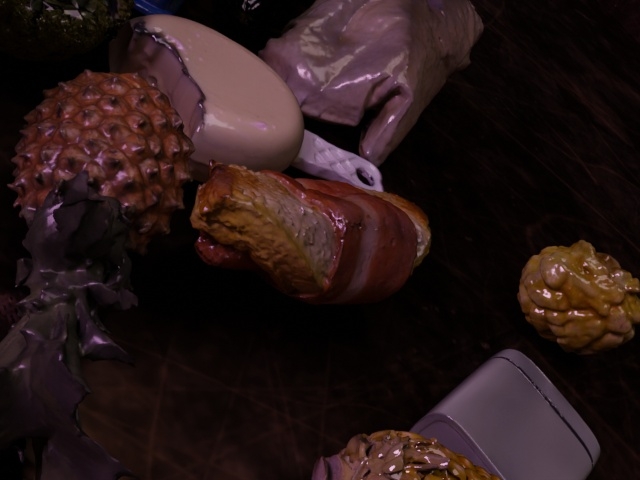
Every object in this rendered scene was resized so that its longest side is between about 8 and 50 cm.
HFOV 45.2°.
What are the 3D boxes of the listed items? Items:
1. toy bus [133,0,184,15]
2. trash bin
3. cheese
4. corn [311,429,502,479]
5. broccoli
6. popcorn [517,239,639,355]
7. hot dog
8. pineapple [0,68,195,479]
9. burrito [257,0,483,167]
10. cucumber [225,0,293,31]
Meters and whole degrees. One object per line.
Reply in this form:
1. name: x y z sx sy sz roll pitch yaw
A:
1. toy bus: -0.145 -0.340 0.732 0.138 0.175 0.287 32 28 -16
2. trash bin: 0.142 0.156 0.582 0.116 0.059 0.130 50 37 14
3. cheese: -0.056 -0.112 0.680 0.249 0.071 0.163 7 47 -39
4. corn: 0.124 0.214 0.460 0.318 0.115 0.115 34 35 -11
5. broccoli: -0.212 -0.194 0.579 0.131 0.120 0.130 35 32 8
6. popcorn: 0.259 0.054 0.767 0.121 0.116 0.106 4 17 21
7. hot dog: -0.003 0.004 0.575 0.262 0.093 0.123 5 16 -45
8. pineapple: -0.142 0.017 0.426 0.119 0.130 0.277 55 21 -35
9. burrito: 0.073 -0.225 0.882 0.190 0.135 0.332 45 37 -6
10. cucumber: -0.045 -0.317 0.918 0.081 0.072 0.303 40 35 -2
